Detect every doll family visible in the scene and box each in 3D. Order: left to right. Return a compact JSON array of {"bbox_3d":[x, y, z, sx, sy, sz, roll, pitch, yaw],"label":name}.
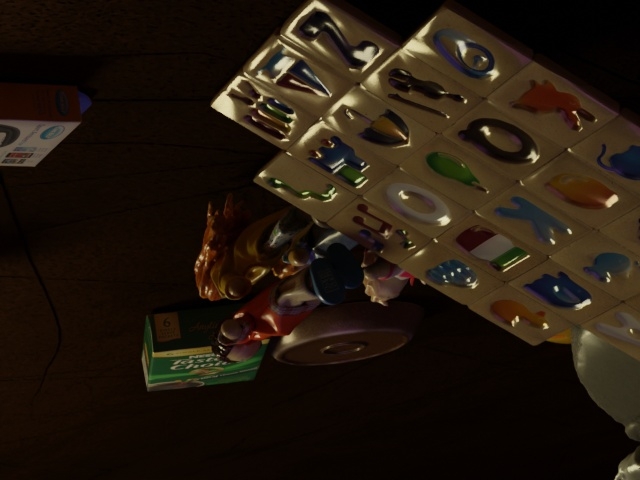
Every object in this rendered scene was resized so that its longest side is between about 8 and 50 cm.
[{"bbox_3d":[0.000,0.000,1.417,0.263,0.118,0.163,-19,170,-45],"label":"doll family"}]

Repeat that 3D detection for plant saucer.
[{"bbox_3d":[0.021,0.094,1.876,0.168,0.029,0.168,-8,166,-2],"label":"plant saucer"}]

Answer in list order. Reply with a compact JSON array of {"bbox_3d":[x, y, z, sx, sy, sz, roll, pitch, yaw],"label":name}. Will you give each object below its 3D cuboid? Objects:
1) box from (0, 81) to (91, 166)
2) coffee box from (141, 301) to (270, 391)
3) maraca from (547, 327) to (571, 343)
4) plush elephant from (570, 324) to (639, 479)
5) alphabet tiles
[{"bbox_3d":[-0.208,-0.070,1.155,0.136,0.028,0.081,2,161,-29],"label":"box"},{"bbox_3d":[-0.111,0.102,1.806,0.113,0.040,0.184,-6,165,-10],"label":"coffee box"},{"bbox_3d":[0.183,0.030,1.585,0.186,0.127,0.099,11,114,-27],"label":"maraca"},{"bbox_3d":[0.310,0.022,1.358,0.255,0.272,0.330,-46,153,-29],"label":"plush elephant"},{"bbox_3d":[0.109,-0.029,1.164,0.342,0.011,0.285,30,152,-12],"label":"alphabet tiles"}]
